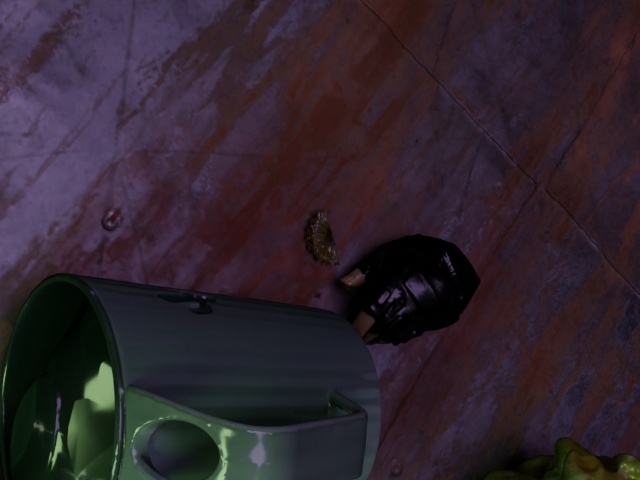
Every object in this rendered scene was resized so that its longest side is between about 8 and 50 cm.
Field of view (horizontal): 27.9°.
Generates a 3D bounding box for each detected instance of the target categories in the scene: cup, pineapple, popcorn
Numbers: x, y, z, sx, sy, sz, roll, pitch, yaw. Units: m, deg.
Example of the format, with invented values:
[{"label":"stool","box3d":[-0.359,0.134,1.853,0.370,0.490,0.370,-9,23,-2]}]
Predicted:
[{"label":"cup","box3d":[-0.137,0.226,1.481,0.392,0.401,0.310,4,121,-35]},{"label":"pineapple","box3d":[0.000,0.000,1.788,0.045,0.019,0.083,-18,97,-35]},{"label":"popcorn","box3d":[0.365,0.420,1.795,0.312,0.312,0.312,4,83,-31]}]

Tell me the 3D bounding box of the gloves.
[{"label":"gloves","box3d":[0.111,0.083,1.800,0.164,0.124,0.203,42,56,-1]}]
